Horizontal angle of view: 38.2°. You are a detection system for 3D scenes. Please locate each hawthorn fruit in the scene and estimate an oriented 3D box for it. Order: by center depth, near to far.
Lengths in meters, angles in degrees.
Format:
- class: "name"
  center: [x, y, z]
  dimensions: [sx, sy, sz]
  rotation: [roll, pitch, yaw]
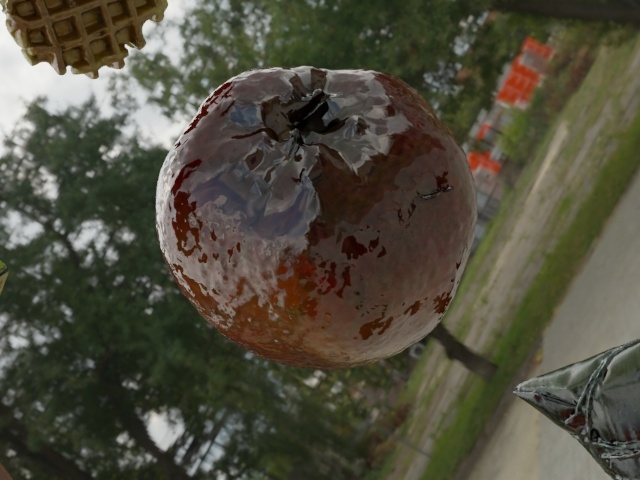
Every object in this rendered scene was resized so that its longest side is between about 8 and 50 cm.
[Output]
- class: "hawthorn fruit"
  center: [0.000, 0.000, 0.887]
  dimensions: [0.285, 0.284, 0.369]
  rotation: [-60, -15, -20]

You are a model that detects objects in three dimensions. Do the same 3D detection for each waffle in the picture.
- class: "waffle"
  center: [-0.302, -0.331, 1.155]
  dimensions: [0.249, 0.056, 0.253]
  rotation: [37, -90, -40]

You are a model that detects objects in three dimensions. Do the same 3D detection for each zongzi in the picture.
- class: "zongzi"
  center: [0.511, 0.328, 1.297]
  dimensions: [0.319, 0.383, 0.362]
  rotation: [-35, 29, 43]

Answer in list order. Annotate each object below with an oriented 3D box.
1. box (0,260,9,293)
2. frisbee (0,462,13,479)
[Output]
- class: "box"
  center: [-0.354, 0.004, 0.724]
  dimensions: [0.064, 0.220, 0.141]
  rotation: [-38, -14, -48]
- class: "frisbee"
  center: [-0.402, 0.329, 1.023]
  dimensions: [0.021, 0.251, 0.251]
  rotation: [-24, 5, 16]
